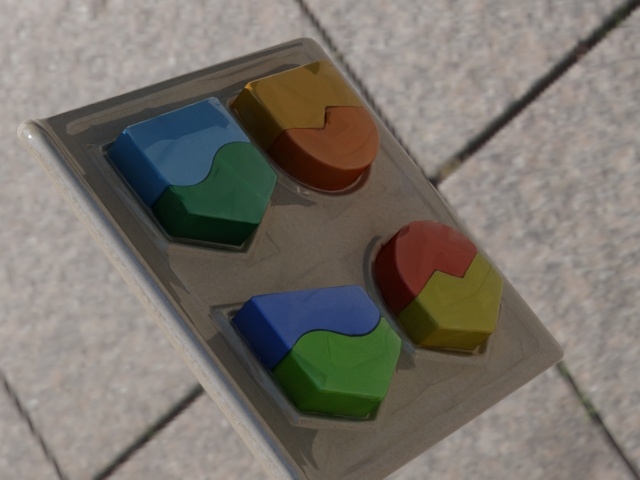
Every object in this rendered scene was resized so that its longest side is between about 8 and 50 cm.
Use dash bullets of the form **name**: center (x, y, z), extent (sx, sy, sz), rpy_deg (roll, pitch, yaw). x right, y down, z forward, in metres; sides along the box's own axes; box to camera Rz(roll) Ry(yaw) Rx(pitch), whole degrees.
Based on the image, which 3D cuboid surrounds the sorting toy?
- **sorting toy**: center (0.000, 0.000, 0.692), extent (0.193, 0.208, 0.038), rpy_deg (52, 127, 12)
